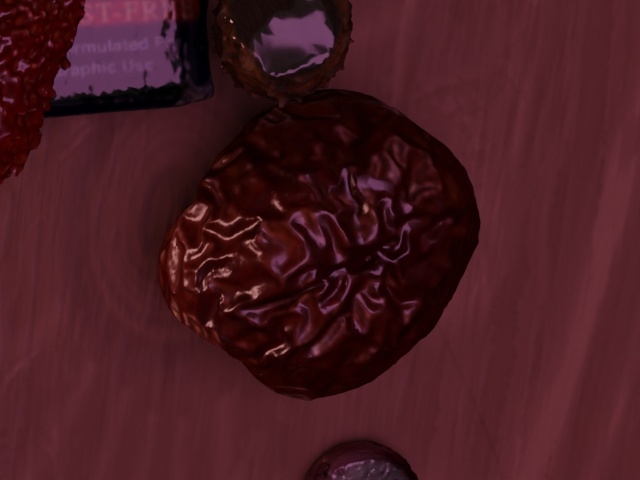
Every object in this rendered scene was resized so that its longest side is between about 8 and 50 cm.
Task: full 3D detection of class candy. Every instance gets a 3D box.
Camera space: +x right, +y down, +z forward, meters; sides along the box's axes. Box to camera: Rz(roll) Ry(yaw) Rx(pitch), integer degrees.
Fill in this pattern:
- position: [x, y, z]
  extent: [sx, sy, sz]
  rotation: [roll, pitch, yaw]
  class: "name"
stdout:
- position: [0.036, 0.221, 1.338]
  extent: [0.103, 0.043, 0.103]
  rotation: [-3, 101, -18]
  class: "candy"

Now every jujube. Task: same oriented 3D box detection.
- position: [0.000, 0.000, 1.211]
  extent: [0.213, 0.213, 0.232]
  rotation: [41, 84, -20]
  class: "jujube"

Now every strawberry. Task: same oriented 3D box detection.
- position: [-0.249, -0.129, 1.054]
  extent: [0.167, 0.087, 0.208]
  rotation: [18, 93, -19]
  class: "strawberry"

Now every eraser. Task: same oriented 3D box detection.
- position: [-0.242, -0.165, 1.148]
  extent: [0.332, 0.101, 0.155]
  rotation: [-6, 101, -18]
  class: "eraser"

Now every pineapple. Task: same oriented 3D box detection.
- position: [-0.034, -0.147, 1.173]
  extent: [0.108, 0.198, 0.108]
  rotation: [0, 87, -8]
  class: "pineapple"
